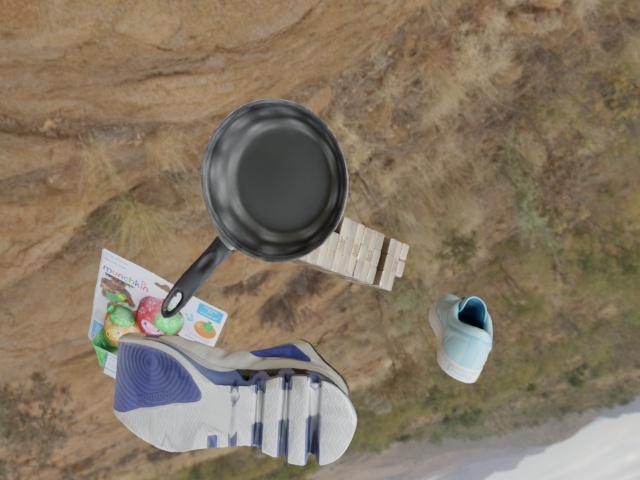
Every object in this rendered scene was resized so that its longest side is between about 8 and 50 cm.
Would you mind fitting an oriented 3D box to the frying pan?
[{"bbox_3d":[-0.076,-0.013,0.646,0.053,0.197,0.326,-24,135,-67],"label":"frying pan"}]

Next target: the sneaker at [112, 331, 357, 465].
[{"bbox_3d":[-0.098,0.198,0.683,0.315,0.128,0.182,8,180,12],"label":"sneaker"}]

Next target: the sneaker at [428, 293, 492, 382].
[{"bbox_3d":[0.359,0.193,1.249,0.135,0.366,0.150,23,109,-2],"label":"sneaker"}]

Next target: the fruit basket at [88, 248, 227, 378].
[{"bbox_3d":[-0.421,0.222,1.258,0.353,0.327,0.165,-61,-179,42],"label":"fruit basket"}]

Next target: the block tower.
[{"bbox_3d":[0.000,0.000,0.823,0.335,0.091,0.097,21,170,-38],"label":"block tower"}]
